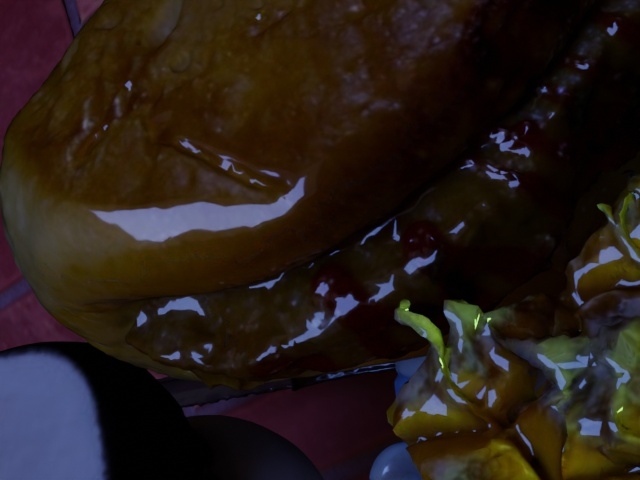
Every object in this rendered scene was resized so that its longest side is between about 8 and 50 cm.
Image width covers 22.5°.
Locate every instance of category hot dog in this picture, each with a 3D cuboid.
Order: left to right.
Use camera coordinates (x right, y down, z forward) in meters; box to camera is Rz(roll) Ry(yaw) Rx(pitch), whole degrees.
[{"bbox_3d":[0.057,-0.092,0.700,0.223,0.185,0.405,31,83,33],"label":"hot dog"}]

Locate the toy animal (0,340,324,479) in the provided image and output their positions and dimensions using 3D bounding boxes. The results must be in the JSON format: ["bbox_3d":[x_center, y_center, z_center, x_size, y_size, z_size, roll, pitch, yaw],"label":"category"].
[{"bbox_3d":[-0.092,0.160,0.806,0.187,0.235,0.165,-44,39,12],"label":"toy animal"}]

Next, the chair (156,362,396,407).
[{"bbox_3d":[0.000,0.000,0.913,0.327,0.183,0.175,-8,86,1],"label":"chair"}]

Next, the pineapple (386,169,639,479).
[{"bbox_3d":[0.230,0.097,0.474,0.286,0.344,0.209,-40,36,13],"label":"pineapple"}]

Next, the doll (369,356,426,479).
[{"bbox_3d":[0.104,0.113,0.796,0.099,0.135,0.241,2,116,51],"label":"doll"}]
